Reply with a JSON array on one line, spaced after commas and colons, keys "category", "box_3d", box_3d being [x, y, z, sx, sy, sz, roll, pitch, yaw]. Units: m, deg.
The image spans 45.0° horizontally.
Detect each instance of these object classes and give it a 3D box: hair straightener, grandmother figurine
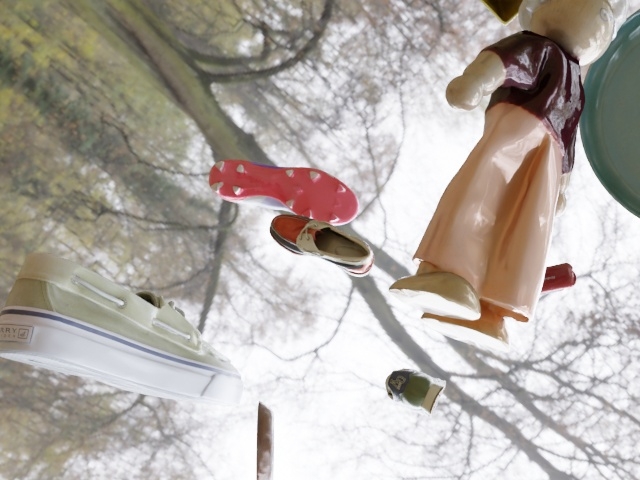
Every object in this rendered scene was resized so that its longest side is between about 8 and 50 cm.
[{"category": "hair straightener", "box_3d": [0.280, 0.086, 1.217, 0.231, 0.047, 0.089, -16, 169, -8]}, {"category": "grandmother figurine", "box_3d": [0.172, -0.084, 0.636, 0.104, 0.208, 0.342, 15, -107, 30]}]

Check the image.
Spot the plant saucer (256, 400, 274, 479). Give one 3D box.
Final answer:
[{"category": "plant saucer", "box_3d": [-0.094, 0.361, 1.331, 0.029, 0.168, 0.168, -1, -143, -2]}]

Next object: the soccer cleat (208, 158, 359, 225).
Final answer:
[{"category": "soccer cleat", "box_3d": [-0.055, -0.078, 1.219, 0.095, 0.248, 0.082, 4, 97, -79]}]

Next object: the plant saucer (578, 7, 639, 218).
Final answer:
[{"category": "plant saucer", "box_3d": [0.480, -0.154, 0.938, 0.318, 0.044, 0.317, -2, -97, 18]}]

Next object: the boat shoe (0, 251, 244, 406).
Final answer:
[{"category": "boat shoe", "box_3d": [-0.168, 0.097, 0.746, 0.109, 0.302, 0.094, 1, -109, 30]}]

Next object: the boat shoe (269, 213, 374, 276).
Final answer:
[{"category": "boat shoe", "box_3d": [0.000, 0.000, 0.909, 0.049, 0.137, 0.043, -60, 164, -17]}]

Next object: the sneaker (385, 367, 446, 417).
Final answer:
[{"category": "sneaker", "box_3d": [0.143, 0.228, 1.195, 0.064, 0.086, 0.192, -64, 168, -7]}]

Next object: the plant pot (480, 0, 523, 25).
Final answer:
[{"category": "plant pot", "box_3d": [0.266, -0.379, 1.120, 0.081, 0.081, 0.083, -41, -156, 28]}]
